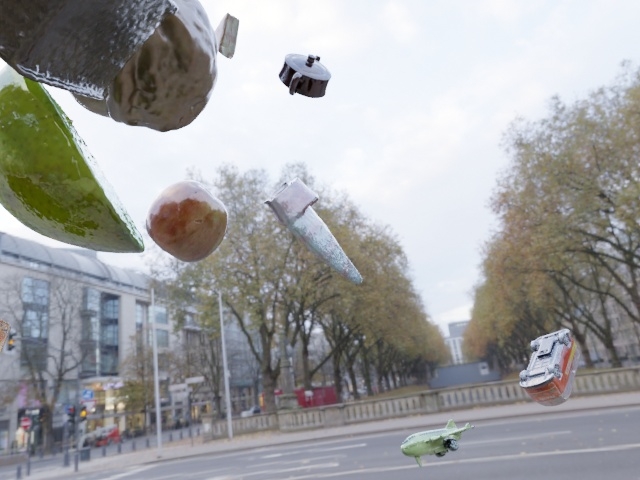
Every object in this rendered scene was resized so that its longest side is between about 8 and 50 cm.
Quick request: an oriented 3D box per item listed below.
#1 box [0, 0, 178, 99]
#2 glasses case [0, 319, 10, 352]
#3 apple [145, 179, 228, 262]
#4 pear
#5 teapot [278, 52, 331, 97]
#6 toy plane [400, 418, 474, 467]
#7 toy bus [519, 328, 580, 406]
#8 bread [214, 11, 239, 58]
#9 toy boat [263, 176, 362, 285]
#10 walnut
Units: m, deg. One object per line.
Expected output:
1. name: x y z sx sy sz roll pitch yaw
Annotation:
1. box: -0.303 -0.289 0.473 0.143 0.273 0.184 -47 6 7
2. glasses case: -0.369 0.157 0.422 0.049 0.218 0.075 44 -7 -26
3. apple: -0.316 -0.048 1.179 0.174 0.188 0.188 -49 -23 1
4. pear: -0.339 -0.056 0.659 0.139 0.239 0.288 -39 -24 -19
5. teapot: -0.019 -0.216 0.633 0.068 0.100 0.045 26 -52 1
6. toy plane: 0.153 0.268 0.654 0.111 0.040 0.102 -7 -33 -34
7. toy bus: 0.457 0.253 0.970 0.079 0.077 0.174 -33 5 43
8. bread: -0.220 -0.458 1.123 0.043 0.108 0.062 17 -16 -41
9. toy boat: 0.000 0.000 1.052 0.096 0.282 0.206 -35 12 12
10. walnut: -0.304 -0.313 0.828 0.273 0.227 0.273 -19 -29 -11
